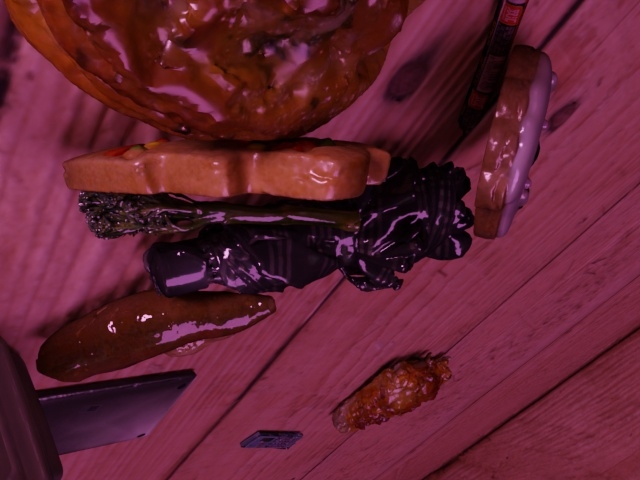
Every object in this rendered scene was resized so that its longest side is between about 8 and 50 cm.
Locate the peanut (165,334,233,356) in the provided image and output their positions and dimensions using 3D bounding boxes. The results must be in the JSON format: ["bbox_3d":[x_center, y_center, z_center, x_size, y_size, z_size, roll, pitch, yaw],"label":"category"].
[{"bbox_3d":[-0.140,0.102,0.758,0.113,0.054,0.054,-26,151,-6],"label":"peanut"}]

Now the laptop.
[{"bbox_3d":[-0.315,0.241,0.857,0.269,0.015,0.188,1,140,-43],"label":"laptop"}]

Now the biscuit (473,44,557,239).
[{"bbox_3d":[0.191,-0.090,0.633,0.208,0.049,0.181,60,46,-66],"label":"biscuit"}]

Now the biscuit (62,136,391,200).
[{"bbox_3d":[-0.066,-0.059,0.478,0.238,0.212,0.041,-1,103,-9],"label":"biscuit"}]

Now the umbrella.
[{"bbox_3d":[0.005,-0.006,0.642,0.336,0.128,0.154,-8,147,-29],"label":"umbrella"}]

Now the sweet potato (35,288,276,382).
[{"bbox_3d":[-0.168,0.085,0.670,0.243,0.077,0.077,-18,151,-3],"label":"sweet potato"}]

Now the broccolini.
[{"bbox_3d":[-0.079,-0.020,0.549,0.239,0.054,0.051,4,129,-18],"label":"broccolini"}]

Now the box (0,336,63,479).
[{"bbox_3d":[-0.323,0.186,0.617,0.124,0.172,0.093,-23,167,-8],"label":"box"}]

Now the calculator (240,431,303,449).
[{"bbox_3d":[-0.098,0.411,1.328,0.057,0.018,0.172,-38,149,13],"label":"calculator"}]

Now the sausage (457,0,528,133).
[{"bbox_3d":[0.162,-0.172,0.613,0.028,0.025,0.198,-7,147,-8],"label":"sausage"}]

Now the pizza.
[{"bbox_3d":[0.163,0.315,1.341,0.289,0.081,0.229,-21,150,-11],"label":"pizza"}]

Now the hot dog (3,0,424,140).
[{"bbox_3d":[-0.031,-0.153,0.371,0.272,0.122,0.196,2,132,-42],"label":"hot dog"}]
